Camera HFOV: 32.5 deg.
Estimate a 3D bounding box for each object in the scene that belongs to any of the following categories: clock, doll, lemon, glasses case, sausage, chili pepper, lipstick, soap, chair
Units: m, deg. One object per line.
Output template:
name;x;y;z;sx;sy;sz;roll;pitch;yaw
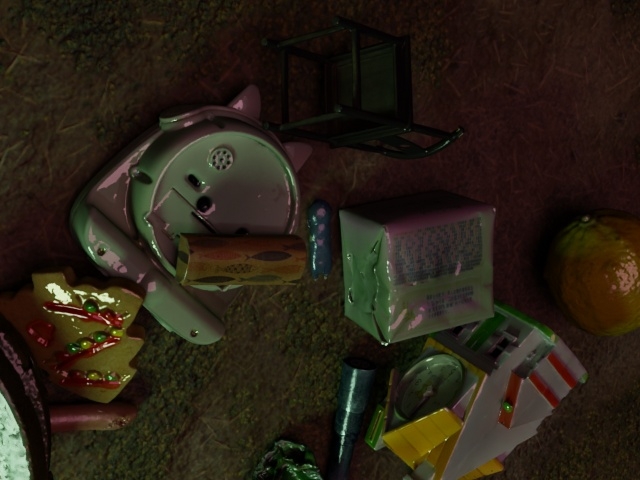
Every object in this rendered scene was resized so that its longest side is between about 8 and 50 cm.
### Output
clock;0.210;0.241;1.659;0.309;0.235;0.166;-47;120;-7
doll;0.000;0.000;1.605;0.037;0.027;0.125;-9;111;-24
clock;-0.150;-0.049;1.465;0.324;0.108;0.265;-50;119;-7
lemon;0.458;0.050;1.758;0.192;0.192;0.231;-34;115;-15
glasses case;-0.102;0.026;1.426;0.170;0.041;0.064;1;105;-30
sausage;-0.337;0.241;1.489;0.186;0.043;0.043;0;104;-27
chili pepper;-0.034;0.402;1.683;0.108;0.062;0.216;-29;116;-10
lipstick;0.039;0.298;1.695;0.053;0.053;0.234;4;104;-28
soap;0.142;0.033;1.621;0.199;0.138;0.182;-11;110;-25
chair;0.060;-0.198;1.486;0.260;0.154;0.141;7;79;-49

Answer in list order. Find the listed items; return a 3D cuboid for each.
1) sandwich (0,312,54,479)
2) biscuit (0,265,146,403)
sandwich;-0.442;0.215;1.369;0.212;0.109;0.292;2;107;-7
biscuit;-0.314;0.130;1.425;0.212;0.041;0.238;-8;127;7
